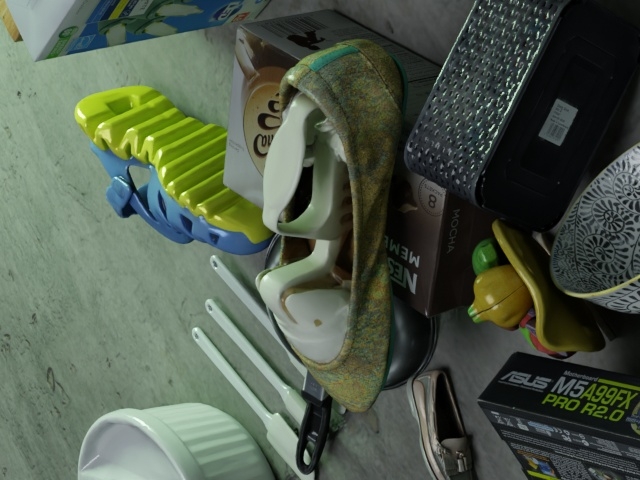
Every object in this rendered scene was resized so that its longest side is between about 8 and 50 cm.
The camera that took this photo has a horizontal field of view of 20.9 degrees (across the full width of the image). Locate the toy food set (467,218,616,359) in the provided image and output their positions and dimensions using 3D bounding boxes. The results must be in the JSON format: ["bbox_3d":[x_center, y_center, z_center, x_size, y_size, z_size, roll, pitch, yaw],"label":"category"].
[{"bbox_3d":[0.166,0.054,1.404,0.071,0.218,0.128,-38,76,12],"label":"toy food set"}]

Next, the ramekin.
[{"bbox_3d":[-0.152,0.308,1.971,0.273,0.127,0.273,24,122,46],"label":"ramekin"}]

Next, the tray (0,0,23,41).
[{"bbox_3d":[-0.150,-0.340,1.657,0.411,0.203,0.076,-43,70,50],"label":"tray"}]

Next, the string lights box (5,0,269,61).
[{"bbox_3d":[-0.152,-0.254,1.645,0.133,0.260,0.076,-43,69,51],"label":"string lights box"}]

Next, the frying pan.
[{"bbox_3d":[-0.011,0.101,1.733,0.197,0.053,0.326,47,132,5],"label":"frying pan"}]

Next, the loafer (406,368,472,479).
[{"bbox_3d":[0.119,0.183,1.650,0.039,0.045,0.125,-28,78,46],"label":"loafer"}]

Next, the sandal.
[{"bbox_3d":[-0.142,-0.055,1.839,0.317,0.126,0.138,36,139,47],"label":"sandal"}]

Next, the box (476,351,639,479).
[{"bbox_3d":[0.275,0.198,1.359,0.270,0.060,0.216,9,141,51],"label":"box"}]

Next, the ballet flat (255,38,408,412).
[{"bbox_3d":[0.000,0.000,1.471,0.123,0.123,0.348,31,127,42],"label":"ballet flat"}]

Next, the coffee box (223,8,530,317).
[{"bbox_3d":[0.051,-0.077,1.571,0.297,0.119,0.168,34,128,40],"label":"coffee box"}]

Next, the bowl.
[{"bbox_3d":[0.265,-0.001,1.333,0.080,0.170,0.170,42,150,-22],"label":"bowl"}]

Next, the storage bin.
[{"bbox_3d":[0.162,-0.110,1.369,0.084,0.122,0.180,30,98,42],"label":"storage bin"}]

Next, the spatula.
[{"bbox_3d":[-0.058,0.133,1.879,0.242,0.019,0.168,48,142,31],"label":"spatula"}]
